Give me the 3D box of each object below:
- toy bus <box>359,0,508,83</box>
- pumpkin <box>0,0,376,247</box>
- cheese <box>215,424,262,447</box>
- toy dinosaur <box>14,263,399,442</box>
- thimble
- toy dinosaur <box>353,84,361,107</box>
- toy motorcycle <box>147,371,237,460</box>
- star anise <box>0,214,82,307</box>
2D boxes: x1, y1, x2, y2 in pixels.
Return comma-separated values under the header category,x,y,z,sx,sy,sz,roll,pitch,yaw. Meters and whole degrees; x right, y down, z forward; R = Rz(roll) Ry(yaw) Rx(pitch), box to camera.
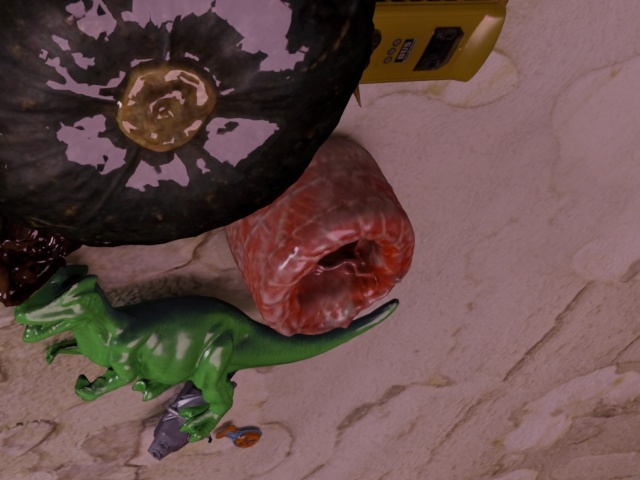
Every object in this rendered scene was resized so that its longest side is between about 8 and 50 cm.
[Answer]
category,x,y,z,sx,sy,sz,roll,pitch,yaw
toy bus,0.085,-0.253,1.700,0.331,0.151,0.145,-7,140,-35
pumpkin,-0.165,-0.207,1.354,0.454,0.344,0.454,-12,134,-13
cheese,-0.130,0.316,2.491,0.047,0.017,0.111,-42,148,13
toy dinosaur,-0.140,0.080,2.059,0.500,0.144,0.374,-27,141,-12
thimble,0.000,0.000,1.989,0.239,0.162,0.239,-22,148,-15
toy dinosaur,0.048,-0.206,1.859,0.041,0.026,0.113,-23,141,0
toy motorcycle,-0.188,0.260,2.257,0.215,0.080,0.122,-47,-176,40
star anise,-0.356,0.006,1.712,0.220,0.126,0.190,-6,148,-30
